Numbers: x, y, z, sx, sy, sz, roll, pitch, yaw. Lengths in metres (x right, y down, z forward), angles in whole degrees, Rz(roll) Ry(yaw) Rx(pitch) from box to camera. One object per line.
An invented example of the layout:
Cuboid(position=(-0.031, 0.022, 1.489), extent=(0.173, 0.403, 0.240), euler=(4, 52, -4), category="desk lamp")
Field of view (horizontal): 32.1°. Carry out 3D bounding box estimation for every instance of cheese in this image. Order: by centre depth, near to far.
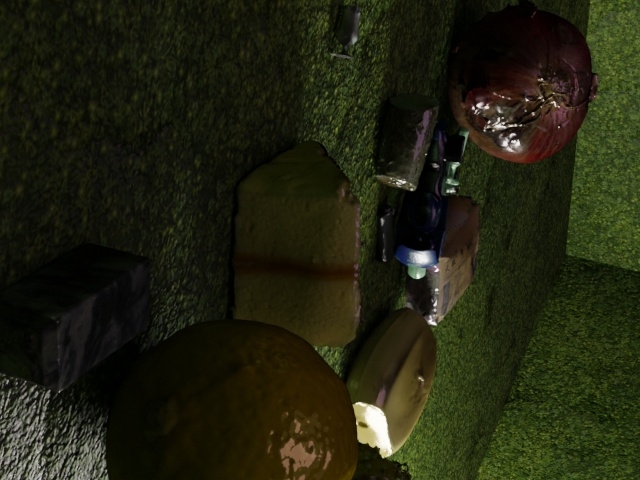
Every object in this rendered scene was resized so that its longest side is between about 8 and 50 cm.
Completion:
Cuboid(position=(0.156, 0.281, 2.337), extent=(0.259, 0.128, 0.315), euler=(79, 30, -46), category="cheese")

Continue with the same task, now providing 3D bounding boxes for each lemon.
Cuboid(position=(-0.107, 0.253, 1.386), extent=(0.336, 0.336, 0.336), euler=(14, 90, -70), category="lemon")

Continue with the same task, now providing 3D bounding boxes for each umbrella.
Cuboid(position=(0.128, -0.013, 2.205), extent=(0.036, 0.031, 0.133), euler=(-54, 150, -48), category="umbrella")

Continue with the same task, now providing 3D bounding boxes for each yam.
Cuboid(position=(0.158, -0.183, 2.078), extent=(0.107, 0.107, 0.183), euler=(-17, 120, -67), category="yam")

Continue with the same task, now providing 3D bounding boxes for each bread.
Cuboid(position=(0.000, 0.000, 1.670), extent=(0.236, 0.199, 0.263), euler=(-49, 145, -62), category="bread")

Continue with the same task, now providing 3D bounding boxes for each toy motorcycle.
Cuboid(position=(0.210, -0.073, 2.213), extent=(0.196, 0.125, 0.331), euler=(-51, 149, -73), category="toy motorcycle")

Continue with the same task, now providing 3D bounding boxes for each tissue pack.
Cuboid(position=(0.277, 0.048, 2.505), extent=(0.256, 0.123, 0.215), euler=(-51, 146, -50), category="tissue pack")

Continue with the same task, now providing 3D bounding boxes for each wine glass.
Cuboid(position=(0.041, -0.330, 1.763), extent=(0.039, 0.042, 0.083), euler=(-162, -98, -73), category="wine glass")

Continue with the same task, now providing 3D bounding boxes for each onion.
Cuboid(position=(0.435, -0.346, 2.404), extent=(0.354, 0.354, 0.353), euler=(14, 90, -70), category="onion")

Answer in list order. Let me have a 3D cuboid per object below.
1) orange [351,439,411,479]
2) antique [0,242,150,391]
Cuboid(position=(0.018, 0.481, 1.890), extent=(0.223, 0.300, 0.301), euler=(72, 9, -47), category="orange")
Cuboid(position=(-0.262, 0.079, 1.163), extent=(0.183, 0.086, 0.088), euler=(-39, 138, -58), category="antique")
